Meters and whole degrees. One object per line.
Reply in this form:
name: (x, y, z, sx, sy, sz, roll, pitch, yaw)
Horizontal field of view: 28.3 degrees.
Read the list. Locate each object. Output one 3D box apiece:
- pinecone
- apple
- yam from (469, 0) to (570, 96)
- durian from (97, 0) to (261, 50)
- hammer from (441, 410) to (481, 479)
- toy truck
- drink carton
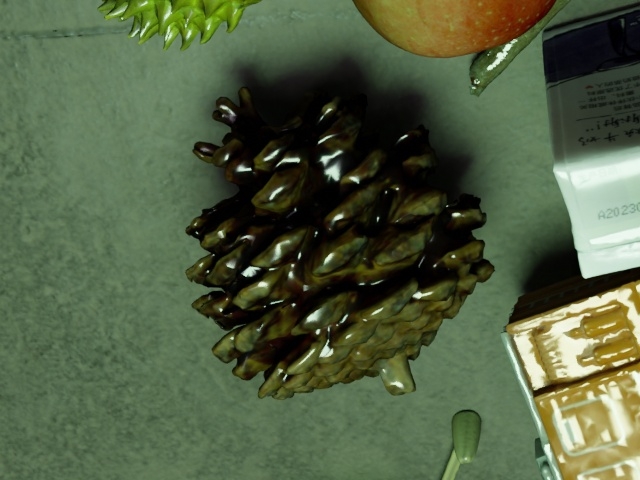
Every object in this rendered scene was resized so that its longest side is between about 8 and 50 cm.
pinecone: (0.012, -0.001, 0.999, 0.243, 0.243, 0.257, -7, 100, 12)
apple: (0.095, -0.220, 0.872, 0.181, 0.181, 0.168, -9, 124, 13)
yam: (0.154, -0.165, 0.988, 0.033, 0.027, 0.129, 9, 133, -47)
durian: (-0.055, -0.270, 0.863, 0.157, 0.169, 0.355, 37, 120, -12)
hammer: (0.122, 0.255, 1.250, 0.028, 0.060, 0.195, 13, 127, -1)
toy truck: (0.293, 0.199, 1.036, 0.207, 0.173, 0.387, -20, 93, 15)
drink carton: (0.237, -0.082, 0.913, 0.134, 0.222, 0.102, -12, 120, 15)
